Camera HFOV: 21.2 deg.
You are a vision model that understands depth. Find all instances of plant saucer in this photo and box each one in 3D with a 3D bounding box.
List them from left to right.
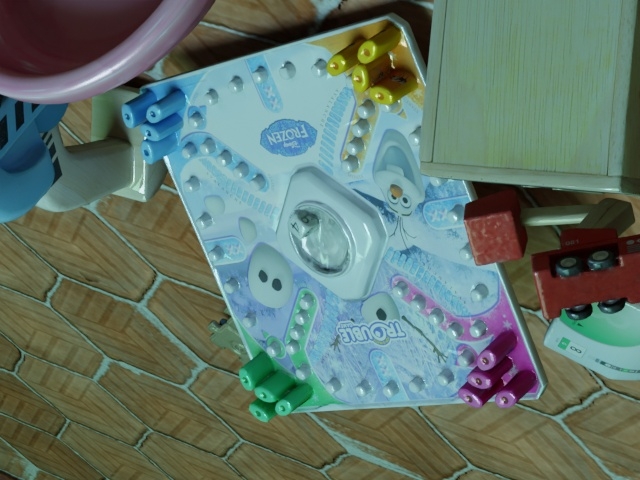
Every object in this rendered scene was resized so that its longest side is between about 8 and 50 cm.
[{"bbox_3d":[-0.183,-0.266,1.398,0.332,0.332,0.084,12,175,34],"label":"plant saucer"}]

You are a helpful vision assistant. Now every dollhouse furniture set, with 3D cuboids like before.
[{"bbox_3d":[0.258,-0.155,1.201,0.362,0.257,0.394,7,-177,41],"label":"dollhouse furniture set"}]

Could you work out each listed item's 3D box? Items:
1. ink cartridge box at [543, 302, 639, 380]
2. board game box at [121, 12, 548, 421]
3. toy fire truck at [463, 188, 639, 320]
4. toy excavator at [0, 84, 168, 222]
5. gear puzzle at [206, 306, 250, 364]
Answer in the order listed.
[{"bbox_3d":[0.357,0.108,1.782,0.224,0.056,0.181,29,155,8],"label":"ink cartridge box"},{"bbox_3d":[0.000,0.000,1.688,0.390,0.050,0.390,-9,108,46],"label":"board game box"},{"bbox_3d":[0.205,0.002,1.285,0.192,0.135,0.047,-11,119,11],"label":"toy fire truck"},{"bbox_3d":[-0.321,-0.122,1.720,0.222,0.433,0.445,15,138,22],"label":"toy excavator"},{"bbox_3d":[-0.027,0.110,2.222,0.175,0.044,0.339,35,152,-7],"label":"gear puzzle"}]
